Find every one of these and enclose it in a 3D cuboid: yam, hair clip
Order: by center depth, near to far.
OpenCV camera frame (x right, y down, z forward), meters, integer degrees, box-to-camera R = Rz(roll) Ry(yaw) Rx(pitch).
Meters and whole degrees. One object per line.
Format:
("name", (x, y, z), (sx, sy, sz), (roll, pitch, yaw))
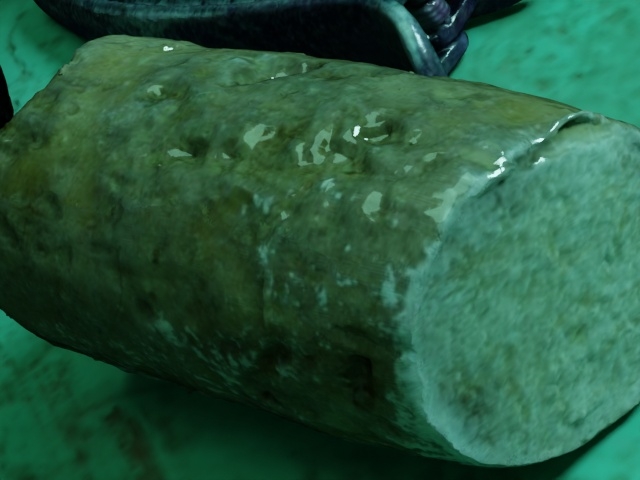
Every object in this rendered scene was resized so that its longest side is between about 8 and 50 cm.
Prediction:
("yam", (0.000, 0.000, 0.435), (0.194, 0.107, 0.107), (12, 57, 40))
("hair clip", (-0.042, -0.094, 0.605), (0.275, 0.048, 0.083), (9, 59, 41))

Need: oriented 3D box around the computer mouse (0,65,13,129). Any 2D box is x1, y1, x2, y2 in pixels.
("computer mouse", (-0.230, -0.082, 0.639), (0.242, 0.077, 0.146), (28, 74, 23))
